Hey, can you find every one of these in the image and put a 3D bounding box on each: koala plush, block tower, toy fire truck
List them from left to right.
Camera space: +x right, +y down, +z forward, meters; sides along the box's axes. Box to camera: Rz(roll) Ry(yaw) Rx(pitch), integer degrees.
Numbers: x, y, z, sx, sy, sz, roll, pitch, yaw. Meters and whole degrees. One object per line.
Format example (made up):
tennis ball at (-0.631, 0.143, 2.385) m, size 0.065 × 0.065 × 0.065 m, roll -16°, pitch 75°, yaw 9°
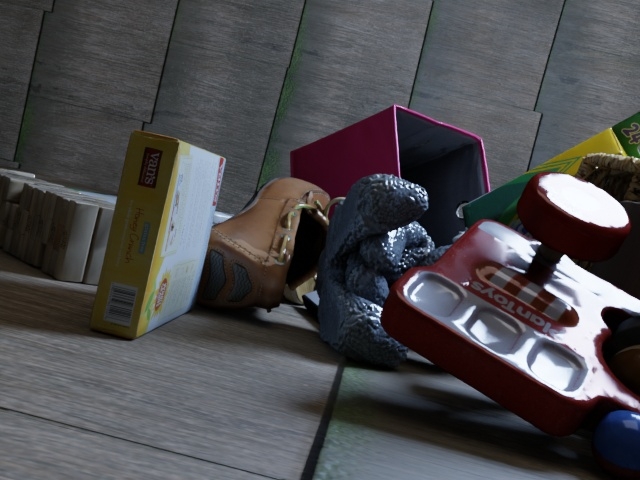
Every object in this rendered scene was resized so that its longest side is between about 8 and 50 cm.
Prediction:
block tower at (-0.346, -0.024, 1.078) m, size 0.091 × 0.097 × 0.335 m, roll 11°, pitch 5°, yaw -41°
koala plush at (0.117, 0.046, 0.961) m, size 0.221 × 0.196 × 0.203 m, roll 9°, pitch -7°, yaw -11°
toy fire truck at (0.223, 0.091, 0.737) m, size 0.302 × 0.169 × 0.254 m, roll 33°, pitch 35°, yaw 16°

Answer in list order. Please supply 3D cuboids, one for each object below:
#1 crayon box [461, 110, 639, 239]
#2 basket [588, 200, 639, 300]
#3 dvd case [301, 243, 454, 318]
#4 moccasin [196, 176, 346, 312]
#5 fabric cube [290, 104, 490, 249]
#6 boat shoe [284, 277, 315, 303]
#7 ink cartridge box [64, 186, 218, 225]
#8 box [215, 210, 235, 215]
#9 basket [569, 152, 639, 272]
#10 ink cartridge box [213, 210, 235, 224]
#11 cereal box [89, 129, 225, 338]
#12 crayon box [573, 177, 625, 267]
crayon box at (0.422, -0.042, 1.405) m, size 0.203 × 0.323 × 0.083 m, roll 47°, pitch 26°, yaw -28°
basket at (0.362, 0.080, 0.944) m, size 0.204 × 0.227 × 0.154 m, roll 14°, pitch 2°, yaw 37°
dvd case at (0.111, 0.055, 1.133) m, size 0.253 × 0.022 × 0.180 m, roll -18°, pitch 9°, yaw -10°
moccasin at (-0.040, 0.000, 1.120) m, size 0.147 × 0.139 × 0.380 m, roll 15°, pitch 11°, yaw 9°
fabric cube at (0.127, -0.055, 1.540) m, size 0.259 × 0.254 × 0.258 m, roll 12°, pitch -22°, yaw -43°
boat shoe at (-0.043, 0.059, 1.280) m, size 0.059 × 0.063 × 0.170 m, roll -9°, pitch 8°, yaw 8°
ink cartridge box at (-0.245, -0.004, 1.149) m, size 0.154 × 0.093 × 0.212 m, roll 10°, pitch 3°, yaw -43°
box at (-0.171, -0.001, 1.460) m, size 0.158 × 0.093 × 0.156 m, roll 14°, pitch 2°, yaw -14°
basket at (0.441, 0.054, 1.133) m, size 0.223 × 0.299 × 0.213 m, roll 16°, pitch 4°, yaw -12°
ink cartridge box at (-0.131, 0.012, 1.307) m, size 0.135 × 0.099 × 0.056 m, roll 10°, pitch 5°, yaw -40°
cereal box at (-0.147, -0.008, 0.827) m, size 0.047 × 0.173 × 0.240 m, roll 12°, pitch 2°, yaw 2°
crayon box at (0.470, 0.048, 1.358) m, size 0.202 × 0.318 × 0.081 m, roll 14°, pitch 33°, yaw -11°
